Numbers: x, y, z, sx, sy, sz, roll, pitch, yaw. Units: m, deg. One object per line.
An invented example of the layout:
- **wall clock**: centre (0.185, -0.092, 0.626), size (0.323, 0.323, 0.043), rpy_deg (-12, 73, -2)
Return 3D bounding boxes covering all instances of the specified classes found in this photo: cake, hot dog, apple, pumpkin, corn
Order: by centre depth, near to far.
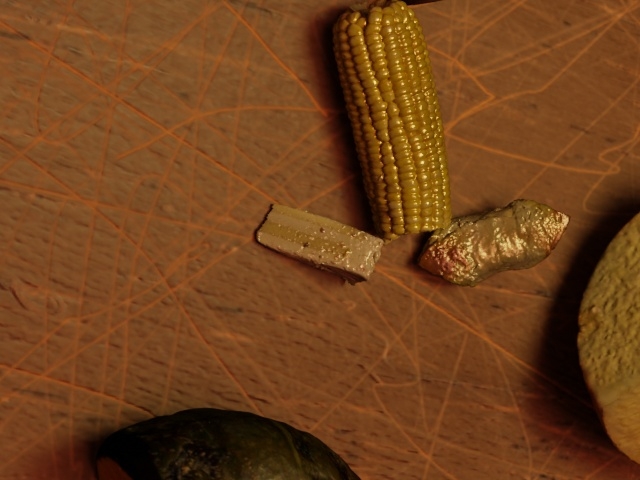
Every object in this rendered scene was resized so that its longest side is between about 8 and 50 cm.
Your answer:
- **pumpkin**: centre (-0.049, 0.289, 1.429), size (0.232, 0.242, 0.325), rpy_deg (-24, 110, -18)
- **cake**: centre (0.000, 0.000, 1.540), size (0.121, 0.065, 0.052), rpy_deg (24, 79, -23)
- **corn**: centre (0.075, -0.118, 1.552), size (0.093, 0.093, 0.244), rpy_deg (-21, 107, -28)
- **hot dog**: centre (0.178, 0.003, 1.641), size (0.169, 0.061, 0.078), rpy_deg (-13, 94, -3)
- **apple**: centre (0.447, 0.114, 1.709), size (0.309, 0.252, 0.314), rpy_deg (35, 73, -45)

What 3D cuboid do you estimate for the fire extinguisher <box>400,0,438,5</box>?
- **fire extinguisher**: centre (0.076, -0.403, 1.520), size (0.138, 0.102, 0.344), rpy_deg (-19, 104, -26)
